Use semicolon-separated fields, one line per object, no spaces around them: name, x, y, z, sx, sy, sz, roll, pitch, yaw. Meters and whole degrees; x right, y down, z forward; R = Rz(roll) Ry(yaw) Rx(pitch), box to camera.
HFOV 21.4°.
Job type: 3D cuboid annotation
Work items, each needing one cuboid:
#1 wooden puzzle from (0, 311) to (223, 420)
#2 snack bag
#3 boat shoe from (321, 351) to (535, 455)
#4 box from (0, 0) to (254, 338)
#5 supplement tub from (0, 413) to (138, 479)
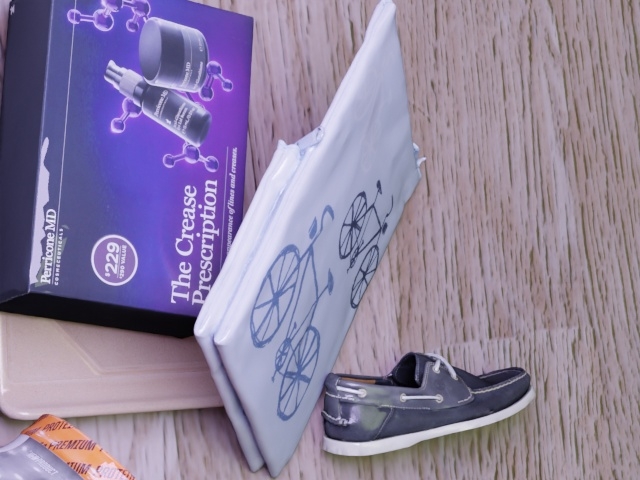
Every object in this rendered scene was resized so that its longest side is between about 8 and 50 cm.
wooden puzzle;-0.176;0.027;1.419;0.221;0.044;0.238;-1;80;-33
snack bag;0.000;0.000;1.423;0.323;0.037;0.342;74;39;-63
boat shoe;0.104;0.140;1.565;0.233;0.084;0.079;-8;94;-32
box;-0.160;-0.065;1.363;0.184;0.103;0.261;9;75;-29
supplement tub;-0.255;0.289;1.222;0.316;0.193;0.193;-48;111;-20
